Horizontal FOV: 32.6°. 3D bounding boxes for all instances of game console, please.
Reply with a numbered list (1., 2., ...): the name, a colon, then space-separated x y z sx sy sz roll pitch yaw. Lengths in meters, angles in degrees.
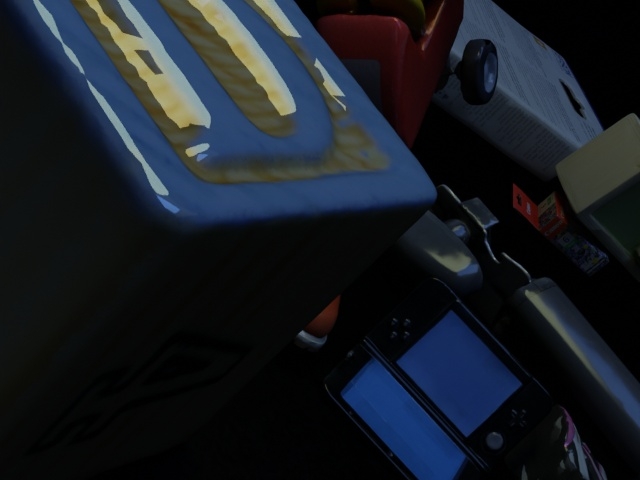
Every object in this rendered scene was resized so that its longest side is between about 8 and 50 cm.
1. game console: 0.078 0.099 0.700 0.122 0.107 0.071 47 -1 2

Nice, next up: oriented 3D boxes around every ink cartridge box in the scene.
1. ink cartridge box: 0.252 -0.019 1.150 0.115 0.029 0.063 40 26 -12
2. ink cartridge box: 0.196 -0.211 1.295 0.330 0.071 0.324 33 27 -25

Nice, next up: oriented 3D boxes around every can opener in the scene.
1. can opener: 0.143 0.074 0.824 0.095 0.076 0.283 -21 59 -26

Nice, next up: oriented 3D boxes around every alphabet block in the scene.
1. alphabet block: -0.105 -0.021 0.466 0.193 0.197 0.192 -6 56 -57

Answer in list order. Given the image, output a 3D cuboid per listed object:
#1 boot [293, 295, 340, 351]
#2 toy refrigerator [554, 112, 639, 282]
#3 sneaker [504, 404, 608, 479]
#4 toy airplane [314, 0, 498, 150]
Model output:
1. boot: 0.000 0.000 0.710 0.059 0.084 0.158 34 30 -24
2. toy refrigerator: 0.375 -0.004 1.178 0.269 0.102 0.094 40 25 -33
3. sneaker: 0.168 0.184 0.709 0.077 0.072 0.178 45 30 -16
4. toy airplane: 0.064 -0.316 0.905 0.384 0.386 0.272 54 16 19
